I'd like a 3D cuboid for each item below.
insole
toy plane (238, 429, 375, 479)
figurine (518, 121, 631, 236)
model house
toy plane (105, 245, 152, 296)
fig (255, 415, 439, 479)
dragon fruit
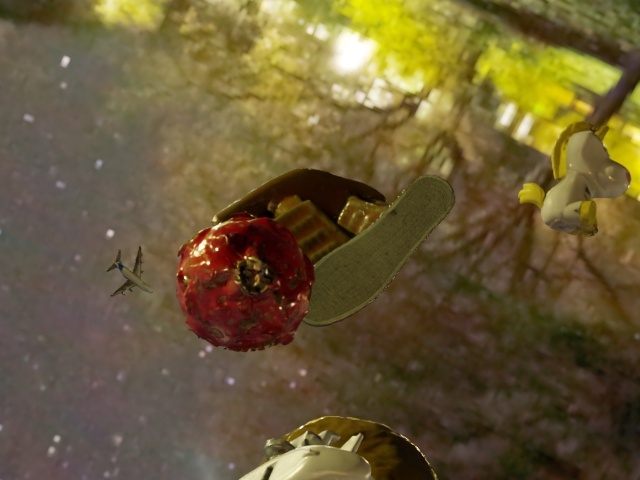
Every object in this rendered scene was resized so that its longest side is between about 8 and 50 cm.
[{"bbox_3d":[0.064,0.013,1.454,0.080,0.232,0.003,46,177,19],"label":"insole"},{"bbox_3d":[-0.030,0.324,1.589,0.117,0.245,0.244,46,-177,-16],"label":"toy plane"},{"bbox_3d":[0.388,-0.093,1.887,0.130,0.178,0.109,35,174,9],"label":"figurine"},{"bbox_3d":[0.006,-0.010,1.972,0.173,0.268,0.239,61,171,-23],"label":"model house"},{"bbox_3d":[-0.247,0.046,1.665,0.024,0.078,0.084,14,156,36],"label":"toy plane"},{"bbox_3d":[0.047,0.452,1.984,0.343,0.343,0.343,26,-171,-4],"label":"fig"},{"bbox_3d":[-0.072,0.028,1.305,0.153,0.153,0.111,26,158,-3],"label":"dragon fruit"}]
